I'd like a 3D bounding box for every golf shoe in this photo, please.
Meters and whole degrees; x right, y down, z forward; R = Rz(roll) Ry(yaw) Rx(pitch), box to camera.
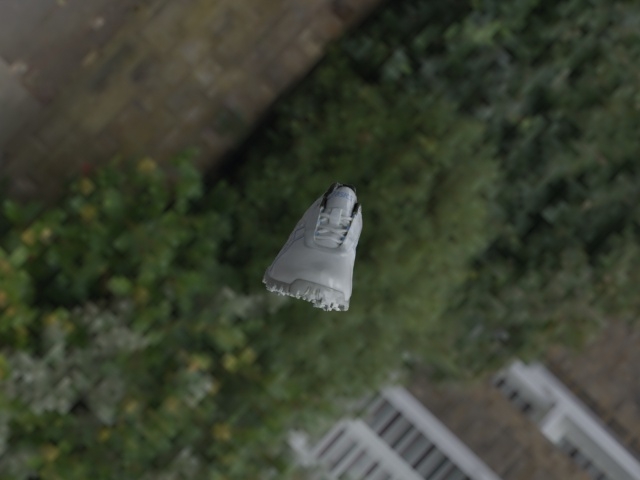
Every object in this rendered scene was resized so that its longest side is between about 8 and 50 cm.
[{"bbox_3d":[0.000,0.000,1.455,0.176,0.069,0.086,-86,-167,-76],"label":"golf shoe"}]
